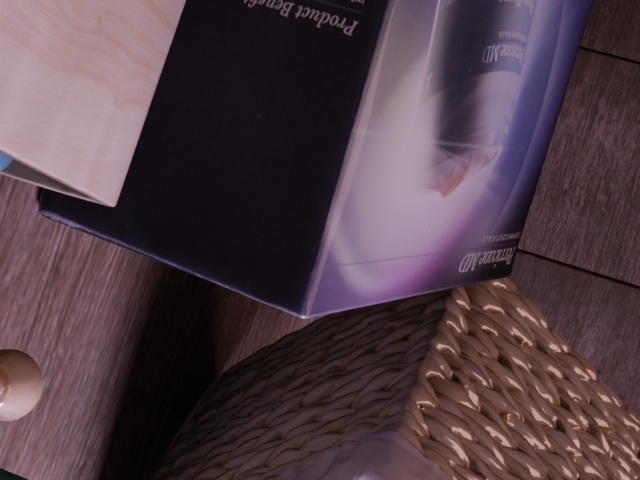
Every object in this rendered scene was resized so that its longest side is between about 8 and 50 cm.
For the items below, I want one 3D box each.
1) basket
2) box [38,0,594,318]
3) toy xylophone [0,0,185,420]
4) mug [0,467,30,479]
[{"bbox_3d":[0.068,0.227,0.848,0.331,0.328,0.266,-32,-160,38],"label":"basket"},{"bbox_3d":[0.029,-0.129,0.663,0.296,0.182,0.294,-6,115,-61],"label":"box"},{"bbox_3d":[-0.118,-0.061,0.379,0.323,0.081,0.236,89,19,-77],"label":"toy xylophone"},{"bbox_3d":[-0.181,0.164,0.499,0.158,0.097,0.129,-46,151,-59],"label":"mug"}]
